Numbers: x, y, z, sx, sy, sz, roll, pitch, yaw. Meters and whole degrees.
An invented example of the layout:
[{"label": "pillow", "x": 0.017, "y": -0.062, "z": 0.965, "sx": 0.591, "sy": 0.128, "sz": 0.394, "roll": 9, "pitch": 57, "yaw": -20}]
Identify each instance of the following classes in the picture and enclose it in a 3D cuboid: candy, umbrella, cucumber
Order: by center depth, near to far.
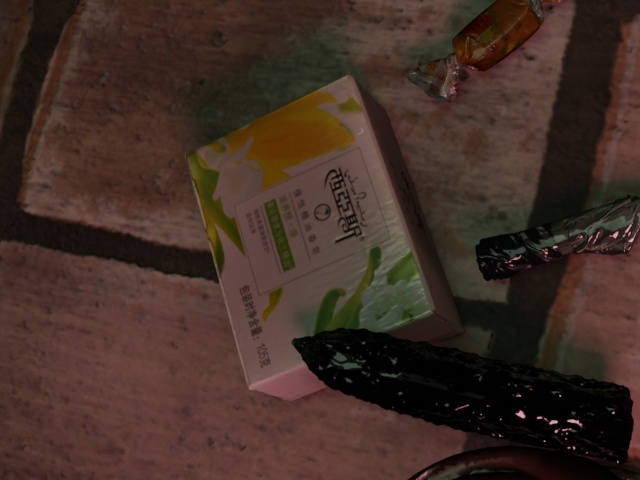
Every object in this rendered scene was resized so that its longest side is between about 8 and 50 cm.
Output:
[{"label": "cucumber", "x": 0.119, "y": 0.129, "z": 0.911, "sx": 0.300, "sy": 0.072, "sz": 0.072, "roll": 12, "pitch": 79, "yaw": 1}, {"label": "umbrella", "x": 0.235, "y": -0.002, "z": 0.975, "sx": 0.188, "sy": 0.046, "sz": 0.050, "roll": -18, "pitch": 87, "yaw": 16}, {"label": "candy", "x": 0.170, "y": -0.201, "z": 1.059, "sx": 0.182, "sy": 0.046, "sz": 0.053, "roll": -38, "pitch": 60, "yaw": 4}]

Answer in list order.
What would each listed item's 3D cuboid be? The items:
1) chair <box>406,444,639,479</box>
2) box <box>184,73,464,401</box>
[{"label": "chair", "x": 0.162, "y": 0.254, "z": 0.731, "sx": 0.227, "sy": 0.401, "sz": 0.226, "roll": -6, "pitch": 73, "yaw": 21}, {"label": "box", "x": 0.000, "y": 0.000, "z": 1.040, "sx": 0.194, "sy": 0.111, "sz": 0.260, "roll": -25, "pitch": 65, "yaw": 15}]
